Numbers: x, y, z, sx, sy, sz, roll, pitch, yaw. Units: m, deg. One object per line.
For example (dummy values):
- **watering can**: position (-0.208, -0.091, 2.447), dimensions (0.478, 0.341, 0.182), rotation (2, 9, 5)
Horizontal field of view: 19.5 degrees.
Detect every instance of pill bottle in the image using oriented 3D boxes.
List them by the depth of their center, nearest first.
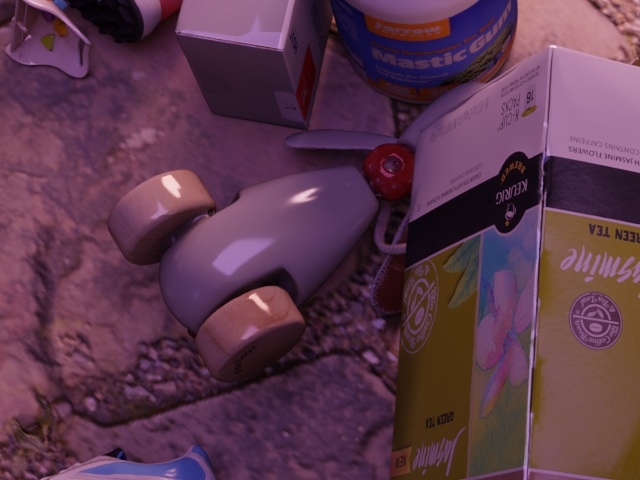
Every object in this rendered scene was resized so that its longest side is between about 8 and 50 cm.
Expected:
- **pill bottle**: position (0.075, -0.219, 1.436), dimensions (0.152, 0.272, 0.152), rotation (-2, 74, 7)

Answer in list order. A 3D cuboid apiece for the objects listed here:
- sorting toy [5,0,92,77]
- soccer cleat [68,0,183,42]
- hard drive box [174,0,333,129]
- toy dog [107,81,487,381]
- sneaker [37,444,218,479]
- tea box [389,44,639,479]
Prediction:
- **sorting toy**: position (-0.223, -0.174, 1.570), dimensions (0.075, 0.083, 0.045), rotation (40, 56, 13)
- **soccer cleat**: position (-0.226, -0.300, 1.597), dimensions (0.318, 0.108, 0.116), rotation (42, 63, 17)
- **hard drive box**: position (-0.037, -0.231, 1.503), dimensions (0.089, 0.181, 0.232), rotation (11, 76, 9)
- **toy dog**: position (0.000, 0.000, 1.470), dimensions (0.333, 0.161, 0.220), rotation (-8, 69, -11)
- **sneaker**: position (-0.193, 0.210, 1.452), dimensions (0.237, 0.085, 0.086), rotation (-7, 47, 8)
- **tea box**: position (0.243, 0.076, 1.293), dimensions (0.329, 0.220, 0.323), rotation (12, 72, -20)
